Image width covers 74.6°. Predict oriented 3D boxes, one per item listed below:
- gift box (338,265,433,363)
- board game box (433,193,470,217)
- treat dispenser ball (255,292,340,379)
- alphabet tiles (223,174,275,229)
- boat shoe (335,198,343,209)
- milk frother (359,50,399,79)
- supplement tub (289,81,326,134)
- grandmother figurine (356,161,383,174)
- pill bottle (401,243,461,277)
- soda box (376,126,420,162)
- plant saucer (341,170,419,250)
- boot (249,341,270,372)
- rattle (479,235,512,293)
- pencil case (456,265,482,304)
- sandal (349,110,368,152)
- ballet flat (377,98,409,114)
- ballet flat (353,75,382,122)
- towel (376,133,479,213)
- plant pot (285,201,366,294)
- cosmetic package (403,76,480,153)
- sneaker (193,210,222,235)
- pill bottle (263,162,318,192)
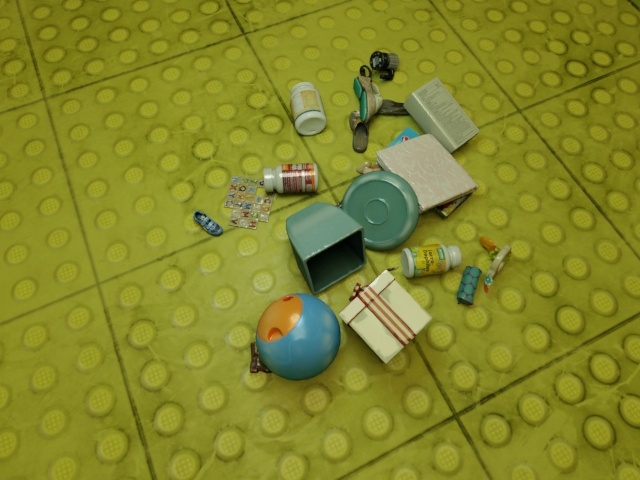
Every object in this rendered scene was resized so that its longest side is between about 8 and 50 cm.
[{"bbox_3d":[0.226,0.249,1.484,0.276,0.255,0.258,-43,76,-11],"label":"gift box"},{"bbox_3d":[0.514,-0.212,1.782,0.194,0.060,0.194,-41,73,-16],"label":"board game box"},{"bbox_3d":[-0.075,0.322,1.422,0.288,0.288,0.288,0,67,-1],"label":"treat dispenser ball"},{"bbox_3d":[-0.303,-0.162,1.773,0.198,0.009,0.237,9,67,2],"label":"alphabet tiles"},{"bbox_3d":[0.073,-0.121,1.747,0.133,0.049,0.042,-44,41,-8],"label":"boat shoe"},{"bbox_3d":[0.281,-0.841,2.029,0.143,0.129,0.135,22,27,38],"label":"milk frother"},{"bbox_3d":[-0.059,-0.591,1.885,0.144,0.144,0.199,-10,67,-5],"label":"supplement tub"},{"bbox_3d":[0.267,-0.160,1.738,0.208,0.104,0.342,-9,69,-20],"label":"grandmother figurine"},{"bbox_3d":[0.428,0.075,1.628,0.208,0.117,0.117,-7,67,-4],"label":"pill bottle"},{"bbox_3d":[0.343,-0.403,1.855,0.071,0.067,0.210,40,72,14],"label":"soda box"},{"bbox_3d":[0.223,-0.114,1.643,0.318,0.044,0.317,3,98,23],"label":"plant saucer"},{"bbox_3d":[-0.203,0.418,1.519,0.106,0.037,0.114,2,63,-3],"label":"boot"},{"bbox_3d":[0.642,0.087,1.636,0.143,0.130,0.199,38,82,14],"label":"rattle"},{"bbox_3d":[0.573,0.174,1.618,0.070,0.064,0.151,37,65,-27],"label":"pencil case"},{"bbox_3d":[0.175,-0.501,1.897,0.090,0.060,0.219,3,67,0],"label":"sandal"},{"bbox_3d":[0.361,-0.612,1.956,0.250,0.058,0.084,-1,64,4],"label":"ballet flat"},{"bbox_3d":[0.225,-0.650,1.913,0.106,0.107,0.316,1,54,-10],"label":"ballet flat"},{"bbox_3d":[0.435,-0.283,1.729,0.317,0.053,0.332,-23,66,-23],"label":"towel"},{"bbox_3d":[0.000,0.000,1.594,0.247,0.248,0.252,-29,55,-12],"label":"plant pot"},{"bbox_3d":[0.531,-0.540,1.854,0.160,0.113,0.309,-35,86,-15],"label":"cosmetic package"},{"bbox_3d":[-0.461,-0.071,1.705,0.144,0.059,0.053,32,68,11],"label":"sneaker"},{"bbox_3d":[-0.123,-0.258,1.753,0.221,0.121,0.121,-4,67,-5],"label":"pill bottle"}]
